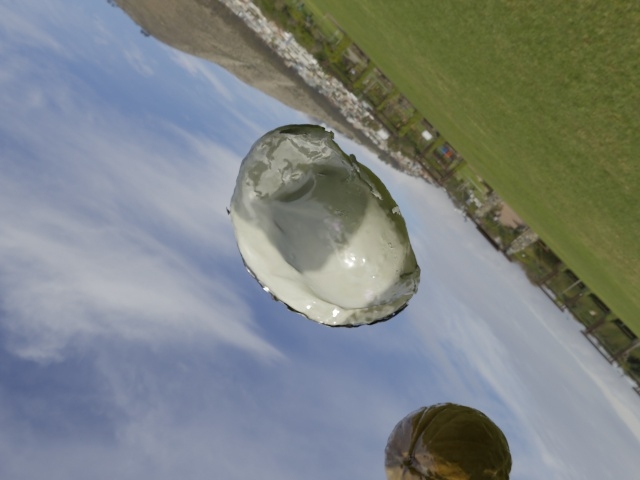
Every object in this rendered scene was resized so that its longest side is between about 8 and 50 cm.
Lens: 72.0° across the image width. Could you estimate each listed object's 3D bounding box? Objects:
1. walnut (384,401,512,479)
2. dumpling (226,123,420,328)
[{"bbox_3d":[0.302,0.525,1.020,0.313,0.252,0.277,29,-134,-31],"label":"walnut"},{"bbox_3d":[0.000,0.000,0.455,0.247,0.173,0.142,57,-168,-25],"label":"dumpling"}]
